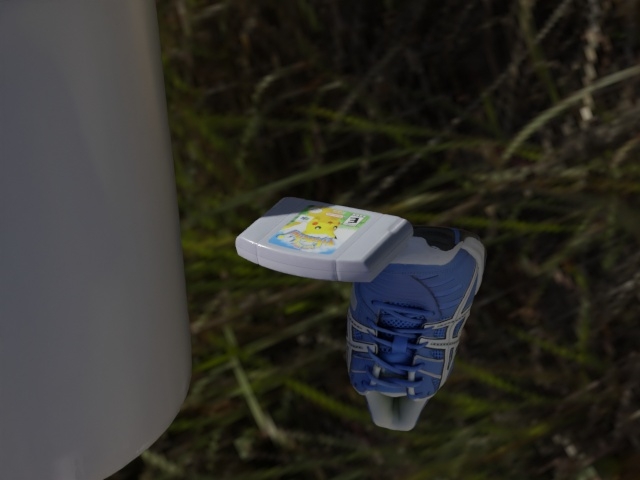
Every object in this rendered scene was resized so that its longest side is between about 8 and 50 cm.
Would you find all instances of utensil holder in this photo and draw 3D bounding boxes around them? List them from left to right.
[{"bbox_3d":[-0.248,-0.059,1.224,0.327,0.327,0.385,21,130,38],"label":"utensil holder"}]

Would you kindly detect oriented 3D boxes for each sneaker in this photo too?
[{"bbox_3d":[0.055,0.050,1.134,0.080,0.081,0.211,5,157,6],"label":"sneaker"}]

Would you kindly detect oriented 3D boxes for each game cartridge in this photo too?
[{"bbox_3d":[0.000,0.000,1.009,0.083,0.056,0.017,11,127,29],"label":"game cartridge"}]
